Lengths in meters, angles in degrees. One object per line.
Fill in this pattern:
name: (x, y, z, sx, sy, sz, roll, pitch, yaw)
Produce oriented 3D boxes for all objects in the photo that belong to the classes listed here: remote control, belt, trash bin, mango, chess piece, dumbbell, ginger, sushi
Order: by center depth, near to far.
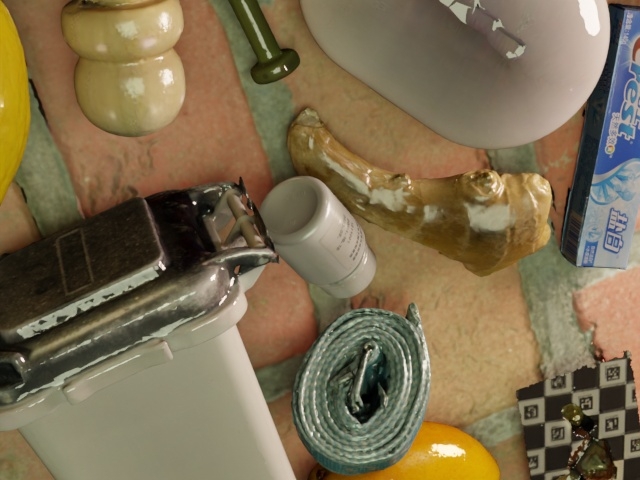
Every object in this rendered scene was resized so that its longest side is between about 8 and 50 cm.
chess piece: (-0.184, -0.222, 1.227, 0.143, 0.142, 0.260, -8, 116, -9)
dumbbell: (-0.063, -0.207, 1.288, 0.046, 0.052, 0.118, -9, 117, 38)
remote control: (0.131, -0.222, 1.296, 0.332, 0.103, 0.221, 33, 104, -19)
trash bin: (-0.135, 0.156, 1.298, 0.296, 0.256, 0.367, -26, 117, -5)
ginger: (0.101, -0.049, 1.358, 0.295, 0.086, 0.131, 22, 134, -12)
belt: (0.043, 0.152, 1.373, 0.148, 0.082, 0.163, -6, 67, -4)
mango: (0.092, 0.262, 1.446, 0.219, 0.112, 0.144, -9, 106, -20)
sushi: (0.290, 0.219, 1.512, 0.139, 0.031, 0.201, -15, 113, -7)

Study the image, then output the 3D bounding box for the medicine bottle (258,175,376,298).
medicine bottle: (0.000, 0.000, 1.332, 0.080, 0.080, 0.130, -40, 140, 2)

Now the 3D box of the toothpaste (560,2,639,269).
toothpaste: (0.307, -0.105, 1.398, 0.066, 0.053, 0.272, 4, 106, -13)

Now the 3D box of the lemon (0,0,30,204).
lemon: (-0.397, -0.117, 1.099, 0.348, 0.348, 0.347, -4, 108, -11)
